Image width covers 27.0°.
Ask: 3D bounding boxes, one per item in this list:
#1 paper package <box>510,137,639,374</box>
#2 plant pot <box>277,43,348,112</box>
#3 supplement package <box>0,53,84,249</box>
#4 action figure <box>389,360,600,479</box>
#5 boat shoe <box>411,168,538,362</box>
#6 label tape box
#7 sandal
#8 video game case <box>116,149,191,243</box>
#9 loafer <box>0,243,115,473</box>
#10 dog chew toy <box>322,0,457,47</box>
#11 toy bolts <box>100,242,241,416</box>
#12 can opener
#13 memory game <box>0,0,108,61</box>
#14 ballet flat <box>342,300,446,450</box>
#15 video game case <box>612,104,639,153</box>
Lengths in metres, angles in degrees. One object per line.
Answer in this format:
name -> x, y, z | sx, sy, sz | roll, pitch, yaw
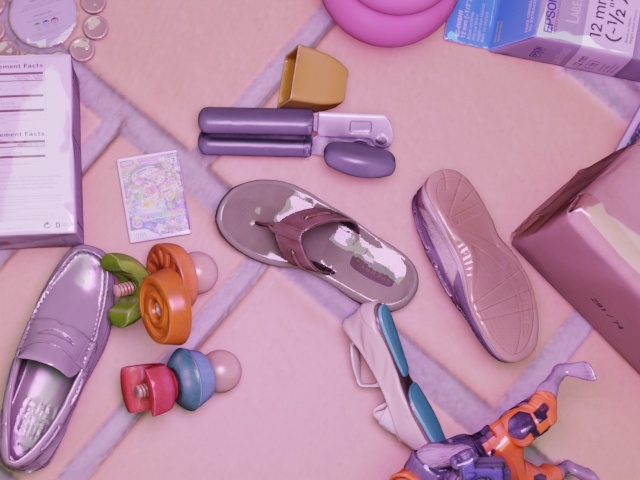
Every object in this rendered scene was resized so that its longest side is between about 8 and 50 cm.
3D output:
paper package -> 0.446, 0.044, 1.771 | 0.168, 0.309, 0.325 | -44, 89, -8
plant pot -> -0.008, -0.222, 1.889 | 0.083, 0.081, 0.081 | 11, 82, -15
supplement package -> -0.396, -0.118, 1.813 | 0.134, 0.139, 0.244 | -2, 82, -6
action figure -> 0.219, 0.335, 1.791 | 0.330, 0.341, 0.178 | -20, 42, -22
boat shoe -> 0.211, 0.041, 1.864 | 0.103, 0.092, 0.285 | -23, 82, -26
label tape box -> 0.374, -0.382, 1.920 | 0.348, 0.115, 0.249 | 11, 82, -5
sandal -> 0.002, -0.001, 1.854 | 0.303, 0.086, 0.120 | 24, 81, -1
video game case -> -0.235, -0.062, 1.882 | 0.087, 0.011, 0.122 | -10, 84, -6
loafer -> -0.354, 0.157, 1.793 | 0.112, 0.111, 0.319 | 15, 82, -2
dog chew toy -> 0.105, -0.384, 1.788 | 0.207, 0.332, 0.206 | 1, 83, -5
toy bolts -> -0.172, 0.119, 1.780 | 0.158, 0.218, 0.228 | -11, 99, -33
can opener -> -0.032, -0.144, 1.866 | 0.280, 0.093, 0.074 | 4, 125, -1
memory game -> -0.395, -0.320, 1.903 | 0.186, 0.012, 0.186 | 0, 83, -4
ballet flat -> 0.098, 0.205, 1.844 | 0.086, 0.086, 0.248 | -23, 90, -7
video game case -> 0.531, -0.146, 1.890 | 0.183, 0.023, 0.201 | 23, 120, -1
